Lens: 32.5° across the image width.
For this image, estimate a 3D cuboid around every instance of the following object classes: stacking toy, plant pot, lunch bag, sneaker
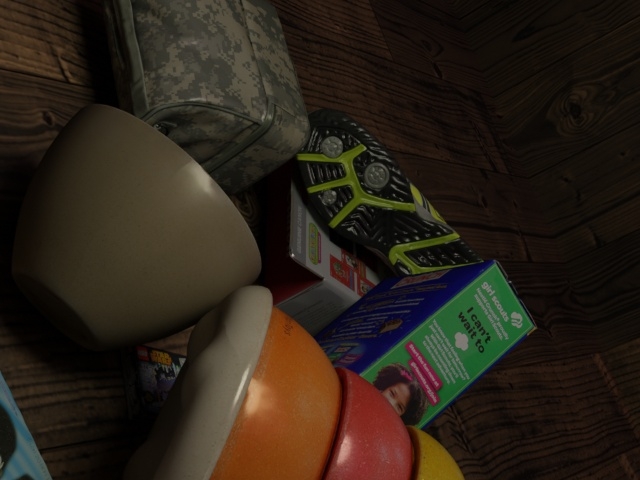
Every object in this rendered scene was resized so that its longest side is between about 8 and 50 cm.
[{"bbox_3d":[0.041,0.291,1.172,0.480,0.350,0.350,26,37,-7],"label":"stacking toy"},{"bbox_3d":[-0.237,0.013,1.252,0.191,0.284,0.284,-48,111,-24],"label":"plant pot"},{"bbox_3d":[-0.187,-0.245,1.571,0.256,0.213,0.305,23,46,-50],"label":"lunch bag"},{"bbox_3d":[0.092,-0.041,1.699,0.384,0.145,0.147,49,0,-12],"label":"sneaker"}]

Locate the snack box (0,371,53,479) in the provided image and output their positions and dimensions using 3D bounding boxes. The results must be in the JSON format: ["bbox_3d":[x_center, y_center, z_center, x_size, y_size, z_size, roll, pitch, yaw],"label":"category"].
[{"bbox_3d":[-0.315,0.300,1.039,0.322,0.060,0.187,63,29,3],"label":"snack box"}]

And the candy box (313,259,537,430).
[{"bbox_3d":[0.084,0.165,1.473,0.317,0.268,0.122,-38,102,-30],"label":"candy box"}]

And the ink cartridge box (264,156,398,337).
[{"bbox_3d":[0.000,0.000,1.750,0.272,0.130,0.309,38,36,-35],"label":"ink cartridge box"}]

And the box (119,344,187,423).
[{"bbox_3d":[-0.189,0.187,1.381,0.137,0.027,0.094,22,46,-50],"label":"box"}]
